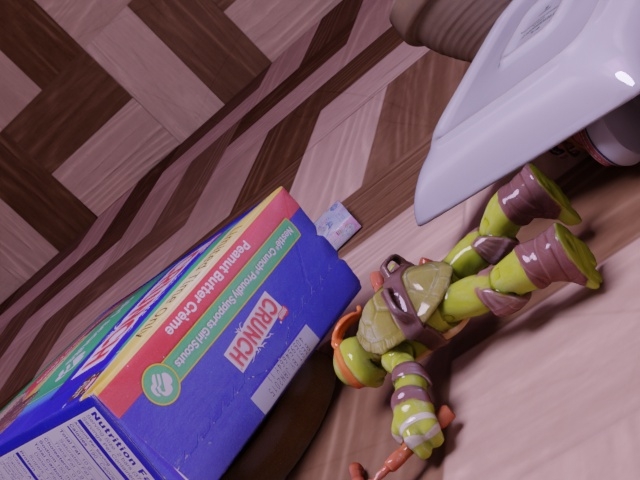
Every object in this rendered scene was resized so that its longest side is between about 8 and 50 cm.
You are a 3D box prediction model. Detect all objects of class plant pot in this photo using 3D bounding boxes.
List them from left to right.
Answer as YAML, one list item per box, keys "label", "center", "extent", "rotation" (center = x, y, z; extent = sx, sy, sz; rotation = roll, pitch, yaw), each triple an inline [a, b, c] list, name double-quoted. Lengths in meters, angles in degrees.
- label: "plant pot"
  center: [-0.083, 0.176, 0.949]
  extent: [0.236, 0.032, 0.236]
  rotation: [-42, 15, 14]
- label: "plant pot"
  center: [0.196, -0.252, 1.116]
  extent: [0.237, 0.109, 0.237]
  rotation: [-33, -8, -5]

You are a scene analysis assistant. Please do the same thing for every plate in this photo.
- label: "plate"
  center: [0.186, -0.163, 0.864]
  extent: [0.278, 0.045, 0.277]
  rotation: [-59, 12, -31]

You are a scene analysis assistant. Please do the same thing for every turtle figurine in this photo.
- label: "turtle figurine"
  center: [0.081, 0.038, 0.775]
  extent: [0.217, 0.087, 0.269]
  rotation: [-39, 16, 22]

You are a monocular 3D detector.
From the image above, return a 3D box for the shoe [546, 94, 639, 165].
- label: "shoe"
  center: [0.202, -0.086, 0.843]
  extent: [0.081, 0.063, 0.178]
  rotation: [-41, 12, 29]

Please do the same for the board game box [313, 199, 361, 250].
- label: "board game box"
  center: [0.000, 0.000, 1.210]
  extent: [0.090, 0.020, 0.090]
  rotation: [-45, 15, 4]

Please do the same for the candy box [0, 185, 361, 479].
- label: "candy box"
  center: [-0.151, 0.125, 0.934]
  extent: [0.317, 0.122, 0.268]
  rotation: [-29, 14, 44]
